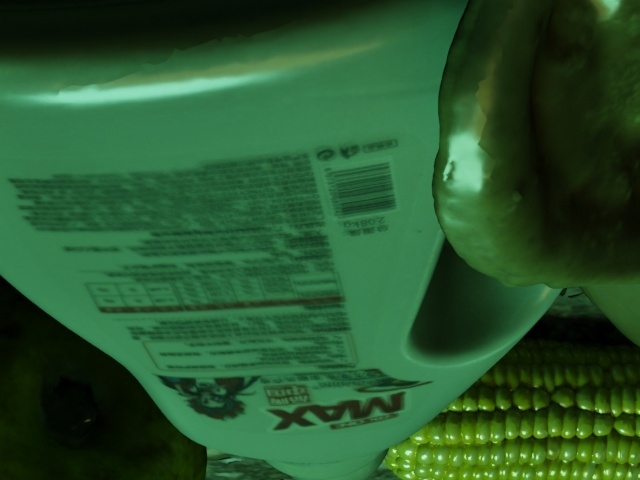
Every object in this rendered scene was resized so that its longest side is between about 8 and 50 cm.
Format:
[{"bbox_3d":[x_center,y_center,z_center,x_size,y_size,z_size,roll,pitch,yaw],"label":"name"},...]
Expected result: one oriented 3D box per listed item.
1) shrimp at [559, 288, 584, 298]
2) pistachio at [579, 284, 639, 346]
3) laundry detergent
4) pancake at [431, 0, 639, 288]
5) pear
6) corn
[{"bbox_3d":[0.070,-0.018,0.703,0.178,0.034,0.124,12,147,-6],"label":"shrimp"},{"bbox_3d":[0.163,-0.021,0.621,0.126,0.108,0.185,20,146,8],"label":"pistachio"},{"bbox_3d":[0.000,0.000,0.607,0.263,0.125,0.398,-7,147,4],"label":"laundry detergent"},{"bbox_3d":[0.125,-0.071,0.436,0.242,0.050,0.242,-25,134,-29],"label":"pancake"},{"bbox_3d":[-0.199,0.149,0.790,0.252,0.253,0.307,18,144,-30],"label":"pear"},{"bbox_3d":[0.152,0.105,0.870,0.244,0.093,0.093,3,152,-8],"label":"corn"}]
